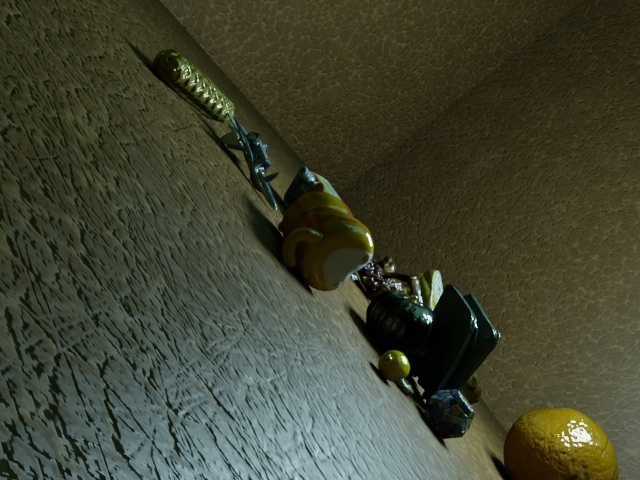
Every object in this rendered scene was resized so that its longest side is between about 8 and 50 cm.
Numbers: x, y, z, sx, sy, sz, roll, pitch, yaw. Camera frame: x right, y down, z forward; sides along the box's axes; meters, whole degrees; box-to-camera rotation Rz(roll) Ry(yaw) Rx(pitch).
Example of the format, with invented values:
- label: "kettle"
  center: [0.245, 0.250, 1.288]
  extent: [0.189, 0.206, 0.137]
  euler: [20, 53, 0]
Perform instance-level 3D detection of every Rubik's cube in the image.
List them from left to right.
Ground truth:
- label: "Rubik's cube"
  center: [0.283, 0.379, 1.665]
  extent: [0.111, 0.111, 0.093]
  euler: [-92, 171, -81]

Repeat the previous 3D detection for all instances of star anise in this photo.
- label: "star anise"
  center: [0.214, 0.147, 2.339]
  extent: [0.237, 0.148, 0.346]
  euler: [52, -5, -28]

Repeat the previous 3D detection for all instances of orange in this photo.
- label: "orange"
  center: [0.699, 0.648, 2.252]
  extent: [0.322, 0.322, 0.357]
  euler: [52, -3, 2]

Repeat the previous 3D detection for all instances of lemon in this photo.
- label: "lemon"
  center: [0.148, 0.253, 1.538]
  extent: [0.083, 0.062, 0.062]
  euler: [46, 8, -49]

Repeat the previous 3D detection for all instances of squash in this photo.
- label: "squash"
  center: [0.192, 0.198, 1.805]
  extent: [0.193, 0.156, 0.193]
  euler: [32, 23, -16]

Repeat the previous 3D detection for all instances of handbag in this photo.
- label: "handbag"
  center: [0.306, 0.261, 1.832]
  extent: [0.079, 0.260, 0.247]
  euler: [24, 17, -13]

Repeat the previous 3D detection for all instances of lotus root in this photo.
- label: "lotus root"
  center: [0.394, 0.407, 2.241]
  extent: [0.241, 0.124, 0.123]
  euler: [46, 18, -43]

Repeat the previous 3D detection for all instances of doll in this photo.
- label: "doll"
  center: [0.004, -0.006, 1.552]
  extent: [0.162, 0.167, 0.269]
  euler: [52, 2, -16]

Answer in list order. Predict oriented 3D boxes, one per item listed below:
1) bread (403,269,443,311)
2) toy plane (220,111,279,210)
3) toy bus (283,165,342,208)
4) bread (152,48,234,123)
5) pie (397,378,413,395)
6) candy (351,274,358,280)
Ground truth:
- label: "bread"
  center: [0.314, 0.229, 2.475]
  extent: [0.158, 0.156, 0.260]
  euler: [-5, 90, -64]
- label: "toy plane"
  center: [-0.148, -0.188, 1.814]
  extent: [0.262, 0.088, 0.192]
  euler: [54, 5, 21]
- label: "toy bus"
  center: [0.002, -0.078, 2.024]
  extent: [0.120, 0.121, 0.265]
  euler: [17, 25, -34]
- label: "bread"
  center: [-0.293, -0.361, 1.803]
  extent: [0.084, 0.077, 0.367]
  euler: [55, 7, 14]
- label: "pie"
  center: [0.175, 0.302, 1.662]
  extent: [0.084, 0.020, 0.084]
  euler: [51, 5, -6]
- label: "candy"
  center: [0.041, 0.067, 1.971]
  extent: [0.175, 0.043, 0.045]
  euler: [41, 8, -42]
